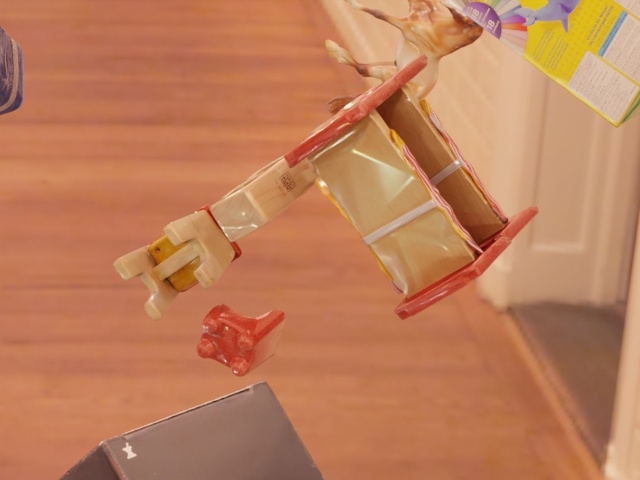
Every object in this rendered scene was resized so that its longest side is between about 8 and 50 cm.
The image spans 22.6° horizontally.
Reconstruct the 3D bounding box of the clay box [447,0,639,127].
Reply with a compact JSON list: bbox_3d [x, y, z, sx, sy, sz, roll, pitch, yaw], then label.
[{"bbox_3d":[0.182,-0.205,1.241,0.222,0.127,0.053,41,38,18],"label":"clay box"}]

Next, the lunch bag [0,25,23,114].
[{"bbox_3d":[-0.346,-0.177,1.654,0.067,0.065,0.098,-12,63,15],"label":"lunch bag"}]

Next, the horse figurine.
[{"bbox_3d":[0.096,-0.235,1.968,0.174,0.263,0.066,30,48,6],"label":"horse figurine"}]

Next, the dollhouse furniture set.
[{"bbox_3d":[0.000,0.000,1.614,0.374,0.201,0.152,-31,6,36],"label":"dollhouse furniture set"}]

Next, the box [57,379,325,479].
[{"bbox_3d":[-0.108,0.185,1.076,0.156,0.158,0.093,-16,70,-48],"label":"box"}]
